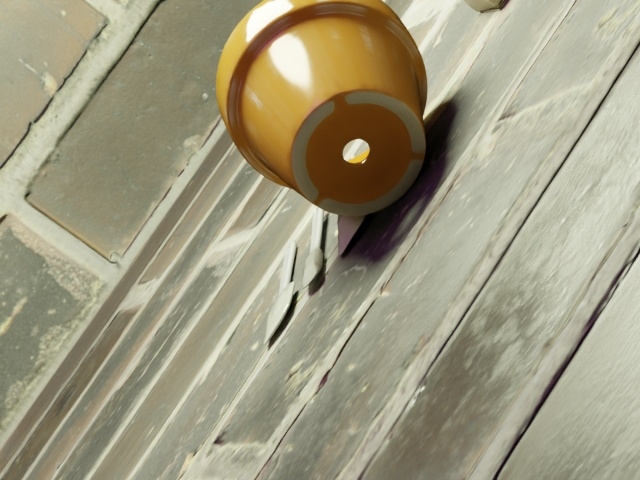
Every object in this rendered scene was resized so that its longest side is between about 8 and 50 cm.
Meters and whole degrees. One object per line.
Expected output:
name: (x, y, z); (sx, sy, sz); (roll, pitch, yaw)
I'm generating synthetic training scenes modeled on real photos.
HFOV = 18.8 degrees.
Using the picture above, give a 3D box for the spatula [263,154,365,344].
spatula: (0.000, 0.000, 1.967); (0.168, 0.019, 0.242); (-56, 8, 18)

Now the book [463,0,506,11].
book: (0.206, -0.304, 2.004); (0.144, 0.035, 0.096); (-53, 7, -1)

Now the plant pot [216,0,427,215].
plant pot: (0.015, -0.120, 1.840); (0.205, 0.205, 0.188); (-51, 25, 14)
